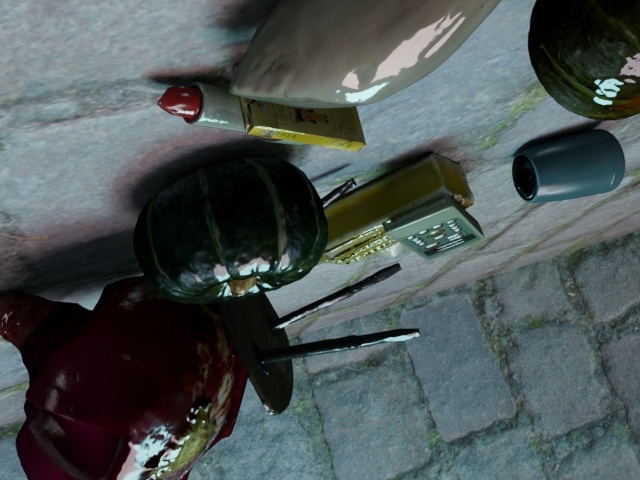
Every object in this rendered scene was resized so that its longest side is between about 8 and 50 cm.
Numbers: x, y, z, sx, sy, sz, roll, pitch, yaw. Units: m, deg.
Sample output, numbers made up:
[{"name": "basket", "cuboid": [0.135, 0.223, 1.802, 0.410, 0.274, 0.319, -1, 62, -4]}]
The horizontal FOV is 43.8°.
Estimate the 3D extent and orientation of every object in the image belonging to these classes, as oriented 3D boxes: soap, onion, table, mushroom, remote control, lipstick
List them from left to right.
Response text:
[{"name": "onion", "cuboid": [-0.336, 0.207, 1.231, 0.398, 0.420, 0.398, -56, 160, -32]}, {"name": "lipstick", "cuboid": [-0.088, -0.135, 0.812, 0.063, 0.057, 0.186, 7, -176, 44]}, {"name": "table", "cuboid": [-0.009, 0.064, 1.243, 0.249, 0.317, 0.317, -25, 166, 8]}, {"name": "soap", "cuboid": [0.117, -0.047, 1.386, 0.274, 0.089, 0.173, -26, 163, 25]}, {"name": "mushroom", "cuboid": [0.066, -0.195, 0.646, 0.350, 0.128, 0.128, -30, 164, 22]}, {"name": "remote control", "cuboid": [0.198, -0.017, 1.353, 0.123, 0.038, 0.285, -23, 164, 15]}]

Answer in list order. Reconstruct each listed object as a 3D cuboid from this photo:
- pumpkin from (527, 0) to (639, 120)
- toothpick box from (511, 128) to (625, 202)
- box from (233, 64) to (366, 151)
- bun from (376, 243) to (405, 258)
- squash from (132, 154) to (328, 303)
[{"name": "pumpkin", "cuboid": [0.302, -0.226, 0.759, 0.238, 0.159, 0.238, -37, 163, -13]}, {"name": "toothpick box", "cuboid": [0.450, -0.132, 1.459, 0.184, 0.120, 0.120, -13, 166, -15]}, {"name": "box", "cuboid": [-0.021, -0.133, 0.811, 0.149, 0.073, 0.020, 5, 153, -37]}, {"name": "bun", "cuboid": [0.131, -0.008, 1.563, 0.138, 0.094, 0.138, -20, 171, -3]}, {"name": "squash", "cuboid": [-0.115, -0.008, 1.035, 0.252, 0.165, 0.252, -20, 170, -4]}]
